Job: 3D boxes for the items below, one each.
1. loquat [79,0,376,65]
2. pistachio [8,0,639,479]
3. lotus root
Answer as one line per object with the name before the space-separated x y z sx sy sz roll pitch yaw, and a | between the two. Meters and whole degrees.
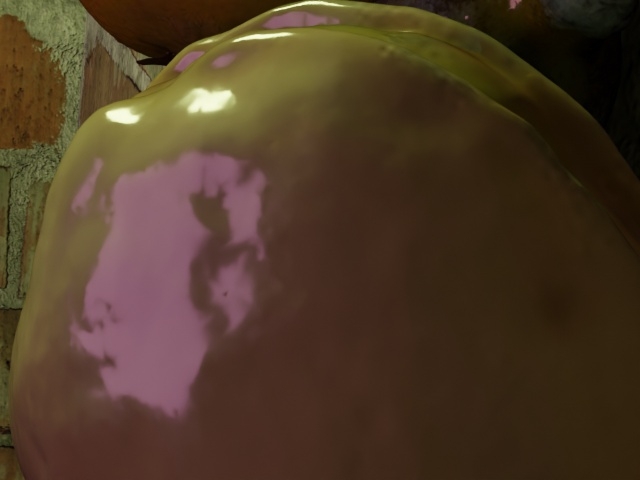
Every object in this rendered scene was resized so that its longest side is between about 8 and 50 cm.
loquat | -0.071 -0.242 1.102 0.275 0.274 0.275 -178 90 -73
pistachio | 0.016 0.102 0.673 0.281 0.365 0.446 -45 -46 -52
lotus root | 0.079 -0.076 0.765 0.322 0.158 0.140 122 159 -44
